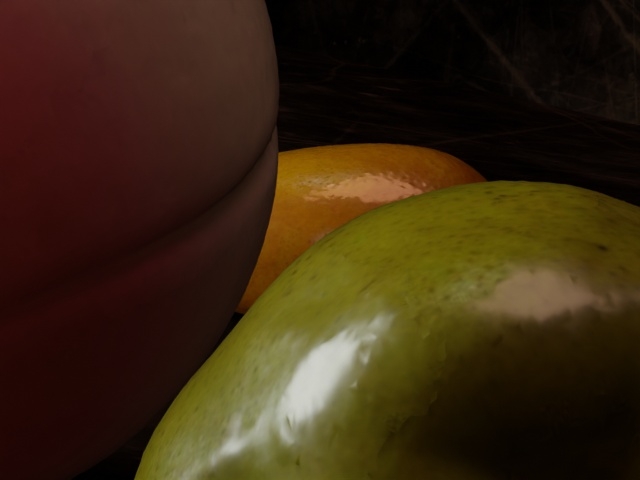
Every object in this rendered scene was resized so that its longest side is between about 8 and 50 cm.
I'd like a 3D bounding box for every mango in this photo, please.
[{"bbox_3d":[0.000,0.000,1.069,0.219,0.112,0.145,-2,11,-1],"label":"mango"}]

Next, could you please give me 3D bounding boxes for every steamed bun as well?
[{"bbox_3d":[-0.152,-0.026,0.610,0.309,0.309,0.309,9,10,-2],"label":"steamed bun"}]

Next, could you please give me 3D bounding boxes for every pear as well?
[{"bbox_3d":[0.050,0.080,0.460,0.198,0.198,0.198,9,10,-2],"label":"pear"}]
